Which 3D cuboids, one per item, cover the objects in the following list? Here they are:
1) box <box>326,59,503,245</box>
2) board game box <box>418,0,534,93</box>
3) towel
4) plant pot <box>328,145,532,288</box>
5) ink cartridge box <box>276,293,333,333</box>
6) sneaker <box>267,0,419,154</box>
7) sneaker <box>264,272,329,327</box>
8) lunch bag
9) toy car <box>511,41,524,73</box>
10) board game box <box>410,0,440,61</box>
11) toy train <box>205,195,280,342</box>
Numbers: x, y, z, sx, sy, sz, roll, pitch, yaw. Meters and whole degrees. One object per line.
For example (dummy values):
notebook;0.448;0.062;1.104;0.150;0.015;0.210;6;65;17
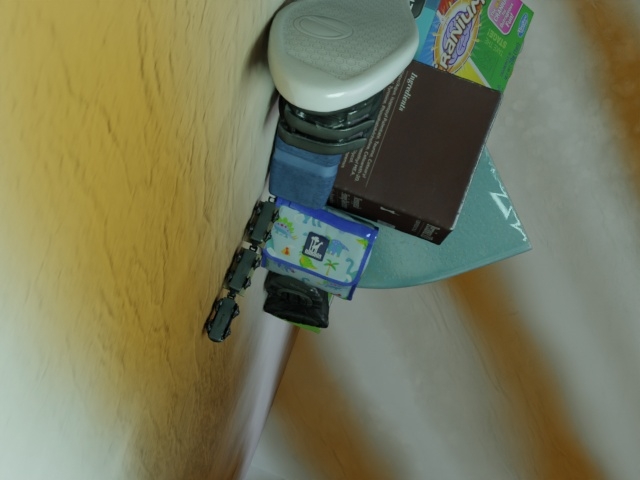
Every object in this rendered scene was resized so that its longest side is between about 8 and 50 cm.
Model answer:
box;0.079;-0.112;1.215;0.168;0.203;0.167;79;32;-83
board game box;0.203;-0.324;1.679;0.316;0.064;0.242;22;88;-49
towel;-0.014;-0.081;1.024;0.119;0.067;0.029;107;6;-53
plant pot;0.111;-0.060;1.442;0.252;0.247;0.248;-26;-174;6
ink cartridge box;0.008;0.012;1.896;0.189;0.097;0.255;-66;177;-47
sneaker;0.012;-0.117;0.826;0.296;0.104;0.147;-73;177;-62
sneaker;-0.021;0.055;1.620;0.286;0.109;0.130;109;-4;-73
lunch bag;0.000;0.000;1.278;0.151;0.128;0.096;107;4;-65
toy car;0.258;-0.346;1.878;0.136;0.182;0.159;-23;155;-53
board game box;0.114;-0.325;1.369;0.336;0.079;0.254;-159;-90;-88
toy train;-0.076;0.029;1.045;0.036;0.027;0.158;114;-2;-73
